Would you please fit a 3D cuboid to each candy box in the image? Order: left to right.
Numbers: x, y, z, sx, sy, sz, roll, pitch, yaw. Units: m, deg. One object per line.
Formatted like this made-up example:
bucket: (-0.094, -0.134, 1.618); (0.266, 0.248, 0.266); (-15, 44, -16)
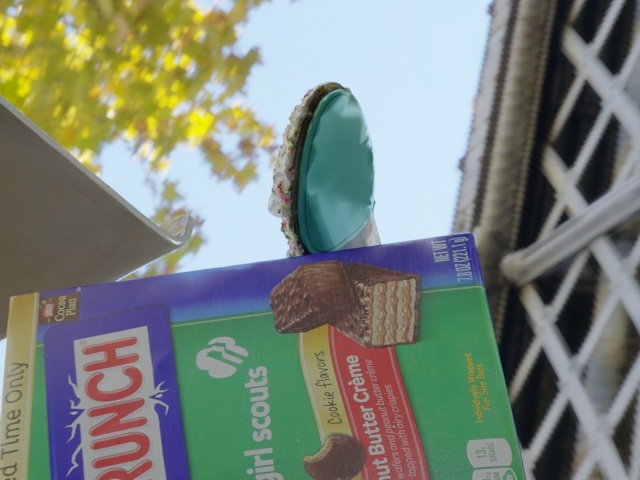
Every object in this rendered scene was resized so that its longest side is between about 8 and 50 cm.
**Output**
candy box: (-0.038, 0.142, 1.015); (0.317, 0.122, 0.268); (-9, -135, 2)

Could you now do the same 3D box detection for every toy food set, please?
toy food set: (-0.271, -0.041, 1.253); (0.306, 0.219, 0.092); (42, -151, -44)

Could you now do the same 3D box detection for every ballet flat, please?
ballet flat: (0.000, 0.000, 1.154); (0.091, 0.077, 0.241); (-28, -61, -36)
